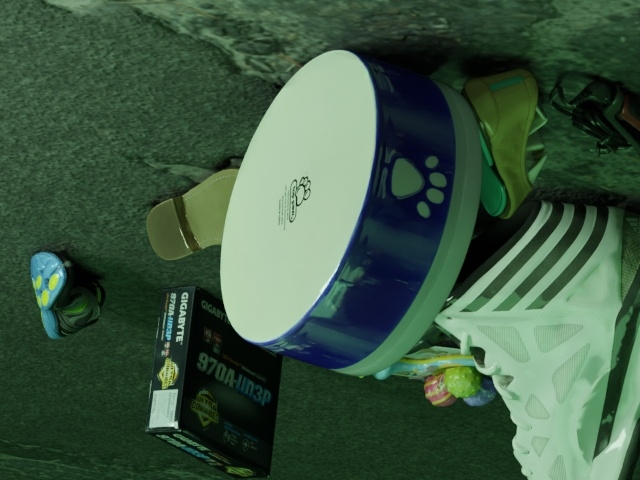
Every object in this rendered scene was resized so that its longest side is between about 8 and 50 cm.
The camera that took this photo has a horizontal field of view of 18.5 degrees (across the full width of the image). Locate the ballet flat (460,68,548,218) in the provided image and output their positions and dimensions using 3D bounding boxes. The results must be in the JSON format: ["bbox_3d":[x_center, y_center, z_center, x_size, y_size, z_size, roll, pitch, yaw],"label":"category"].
[{"bbox_3d":[0.171,-0.084,1.757,0.073,0.080,0.232,-26,160,-2],"label":"ballet flat"}]

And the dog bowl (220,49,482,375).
[{"bbox_3d":[0.021,-0.024,1.672,0.104,0.265,0.265,18,156,-26],"label":"dog bowl"}]

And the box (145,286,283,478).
[{"bbox_3d":[-0.123,0.173,2.343,0.051,0.175,0.220,-5,156,27],"label":"box"}]

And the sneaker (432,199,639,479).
[{"bbox_3d":[0.221,0.137,2.052,0.257,0.169,0.448,17,123,6],"label":"sneaker"}]

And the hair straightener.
[{"bbox_3d":[0.274,-0.084,1.762,0.089,0.047,0.230,-15,152,41],"label":"hair straightener"}]

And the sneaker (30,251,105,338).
[{"bbox_3d":[-0.287,0.057,2.254,0.078,0.067,0.188,-15,159,-8],"label":"sneaker"}]

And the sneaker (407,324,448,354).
[{"bbox_3d":[0.087,0.042,2.089,0.121,0.111,0.300,-15,158,-1],"label":"sneaker"}]

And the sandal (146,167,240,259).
[{"bbox_3d":[-0.079,-0.031,1.977,0.079,0.088,0.240,-19,-175,-38],"label":"sandal"}]

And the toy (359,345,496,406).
[{"bbox_3d":[0.156,0.174,2.451,0.237,0.056,0.137,12,159,-18],"label":"toy"}]
